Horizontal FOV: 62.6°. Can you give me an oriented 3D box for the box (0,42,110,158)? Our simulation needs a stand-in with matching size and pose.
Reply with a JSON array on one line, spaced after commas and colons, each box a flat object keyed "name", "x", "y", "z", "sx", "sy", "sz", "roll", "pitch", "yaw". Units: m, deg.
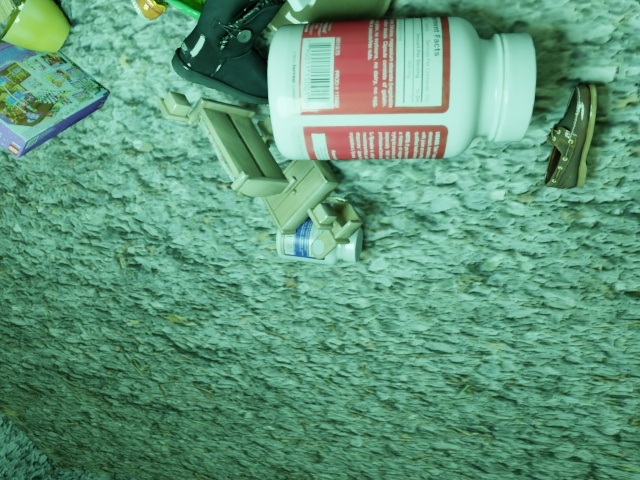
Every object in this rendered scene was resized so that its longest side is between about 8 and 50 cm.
[{"name": "box", "x": -0.607, "y": -0.311, "z": 1.093, "sx": 0.201, "sy": 0.293, "sz": 0.057, "roll": 40, "pitch": 124, "yaw": -12}]

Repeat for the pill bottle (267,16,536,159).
[{"name": "pill bottle", "x": 0.131, "y": -0.252, "z": 0.890, "sx": 0.407, "sy": 0.229, "sz": 0.229, "roll": 1, "pitch": 128, "yaw": 8}]

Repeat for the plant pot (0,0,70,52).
[{"name": "plant pot", "x": -0.585, "y": -0.448, "z": 1.098, "sx": 0.134, "sy": 0.134, "sz": 0.095, "roll": -25, "pitch": 141, "yaw": 34}]

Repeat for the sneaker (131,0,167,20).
[{"name": "sneaker", "x": -0.356, "y": -0.513, "z": 1.003, "sx": 0.067, "sy": 0.064, "sz": 0.175, "roll": -24, "pitch": 123, "yaw": 12}]

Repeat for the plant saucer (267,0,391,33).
[{"name": "plant saucer", "x": -0.003, "y": -0.469, "z": 0.908, "sx": 0.277, "sy": 0.041, "sz": 0.278, "roll": 10, "pitch": 129, "yaw": 12}]

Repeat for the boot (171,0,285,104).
[{"name": "boot", "x": -0.117, "y": -0.356, "z": 0.938, "sx": 0.246, "sy": 0.094, "sz": 0.207, "roll": 3, "pitch": 145, "yaw": -44}]

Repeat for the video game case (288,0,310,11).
[{"name": "video game case", "x": -0.031, "y": -0.472, "z": 0.755, "sx": 0.023, "sy": 0.183, "sz": 0.201, "roll": 13, "pitch": 149, "yaw": 49}]

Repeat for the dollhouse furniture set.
[{"name": "dollhouse furniture set", "x": -0.138, "y": -0.096, "z": 1.033, "sx": 0.174, "sy": 0.355, "sz": 0.303, "roll": -45, "pitch": 63, "yaw": 31}]

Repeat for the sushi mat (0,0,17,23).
[{"name": "sushi mat", "x": -0.695, "y": -0.593, "z": 1.025, "sx": 0.151, "sy": 0.019, "sz": 0.317, "roll": 10, "pitch": 129, "yaw": 46}]

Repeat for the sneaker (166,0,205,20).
[{"name": "sneaker", "x": -0.273, "y": -0.486, "z": 0.926, "sx": 0.295, "sy": 0.123, "sz": 0.109, "roll": 30, "pitch": 100, "yaw": -12}]

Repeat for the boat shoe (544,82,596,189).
[{"name": "boat shoe", "x": 0.447, "y": -0.180, "z": 0.949, "sx": 0.073, "sy": 0.073, "sz": 0.207, "roll": 2, "pitch": 128, "yaw": 16}]

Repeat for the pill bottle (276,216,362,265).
[{"name": "pill bottle", "x": 0.000, "y": 0.000, "z": 1.238, "sx": 0.186, "sy": 0.112, "sz": 0.112, "roll": 7, "pitch": 129, "yaw": 15}]

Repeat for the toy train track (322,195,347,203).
[{"name": "toy train track", "x": 0.021, "y": -0.095, "z": 1.218, "sx": 0.083, "sy": 0.014, "sz": 0.048, "roll": 9, "pitch": 130, "yaw": 13}]
